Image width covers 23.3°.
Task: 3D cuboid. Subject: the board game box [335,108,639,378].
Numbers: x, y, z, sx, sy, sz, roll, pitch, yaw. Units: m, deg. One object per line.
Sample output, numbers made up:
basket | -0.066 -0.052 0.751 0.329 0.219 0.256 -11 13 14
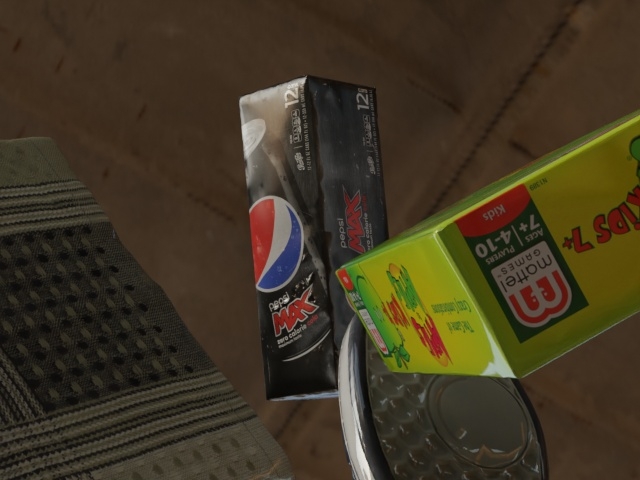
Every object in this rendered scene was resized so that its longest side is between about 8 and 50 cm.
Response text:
board game box | 0.065 0.001 0.467 0.092 0.181 0.043 -28 -90 -8

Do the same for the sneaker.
sneaker | 0.032 0.148 0.619 0.086 0.226 0.163 0 -32 -29

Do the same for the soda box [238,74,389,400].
soda box | 0.000 0.000 0.836 0.053 0.060 0.168 -13 -102 41

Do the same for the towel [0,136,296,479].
towel | -0.200 0.073 0.896 0.312 0.324 0.056 51 -56 20
